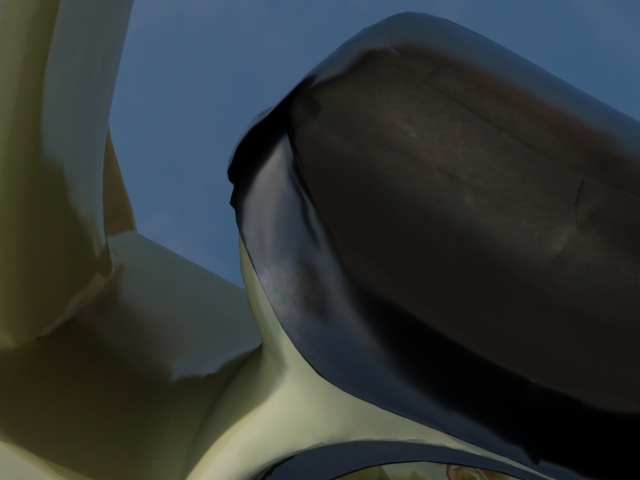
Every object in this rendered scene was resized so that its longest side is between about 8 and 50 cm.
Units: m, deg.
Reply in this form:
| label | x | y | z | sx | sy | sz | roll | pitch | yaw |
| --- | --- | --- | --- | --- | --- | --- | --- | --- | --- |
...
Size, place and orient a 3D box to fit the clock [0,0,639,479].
| label | x | y | z | sx | sy | sz | roll | pitch | yaw |
| --- | --- | --- | --- | --- | --- | --- | --- | --- | --- |
| clock | 0.000 | 0.000 | 0.399 | 0.379 | 0.276 | 0.120 | 36 | -136 | 10 |
